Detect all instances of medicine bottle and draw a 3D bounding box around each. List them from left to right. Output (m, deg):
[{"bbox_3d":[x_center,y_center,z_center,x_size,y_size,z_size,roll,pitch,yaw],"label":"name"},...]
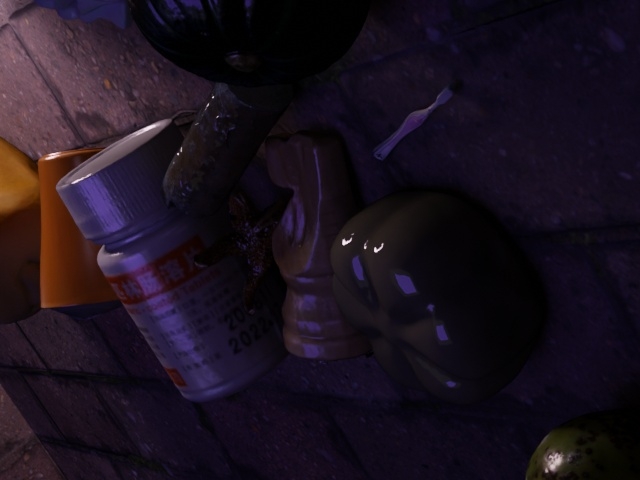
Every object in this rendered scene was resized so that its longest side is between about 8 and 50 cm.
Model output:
[{"bbox_3d":[-0.199,0.030,1.772,0.211,0.211,0.371,-4,120,57],"label":"medicine bottle"}]

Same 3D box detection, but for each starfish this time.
[{"bbox_3d":[-0.094,0.004,1.645,0.074,0.146,0.190,-111,-7,-49],"label":"starfish"}]

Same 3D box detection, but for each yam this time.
[{"bbox_3d":[-0.124,-0.121,1.556,0.093,0.093,0.259,47,138,9],"label":"yam"}]

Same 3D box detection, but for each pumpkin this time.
[{"bbox_3d":[-0.071,-0.283,1.245,0.248,0.248,0.248,36,148,27],"label":"pumpkin"}]

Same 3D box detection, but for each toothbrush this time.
[{"bbox_3d":[0.099,-0.127,1.350,0.017,0.022,0.204,37,153,-7],"label":"toothbrush"}]

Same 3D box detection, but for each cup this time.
[{"bbox_3d":[-0.345,-0.011,1.938,0.226,0.182,0.264,-6,92,37],"label":"cup"}]

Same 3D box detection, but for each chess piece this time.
[{"bbox_3d":[0.000,0.000,1.566,0.137,0.137,0.301,19,125,45],"label":"chess piece"}]

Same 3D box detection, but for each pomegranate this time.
[{"bbox_3d":[0.331,0.273,1.341,0.204,0.276,0.222,-23,102,20],"label":"pomegranate"}]

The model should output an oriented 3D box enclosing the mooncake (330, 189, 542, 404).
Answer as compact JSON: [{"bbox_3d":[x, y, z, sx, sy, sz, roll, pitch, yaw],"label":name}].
[{"bbox_3d":[0.123,0.070,1.432,0.275,0.135,0.275,40,154,25],"label":"mooncake"}]

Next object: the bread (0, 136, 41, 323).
[{"bbox_3d":[-0.603,-0.042,2.240,0.376,0.253,0.348,37,154,28],"label":"bread"}]

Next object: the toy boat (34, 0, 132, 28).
[{"bbox_3d":[-0.328,-0.384,1.596,0.290,0.100,0.199,37,150,26],"label":"toy boat"}]
